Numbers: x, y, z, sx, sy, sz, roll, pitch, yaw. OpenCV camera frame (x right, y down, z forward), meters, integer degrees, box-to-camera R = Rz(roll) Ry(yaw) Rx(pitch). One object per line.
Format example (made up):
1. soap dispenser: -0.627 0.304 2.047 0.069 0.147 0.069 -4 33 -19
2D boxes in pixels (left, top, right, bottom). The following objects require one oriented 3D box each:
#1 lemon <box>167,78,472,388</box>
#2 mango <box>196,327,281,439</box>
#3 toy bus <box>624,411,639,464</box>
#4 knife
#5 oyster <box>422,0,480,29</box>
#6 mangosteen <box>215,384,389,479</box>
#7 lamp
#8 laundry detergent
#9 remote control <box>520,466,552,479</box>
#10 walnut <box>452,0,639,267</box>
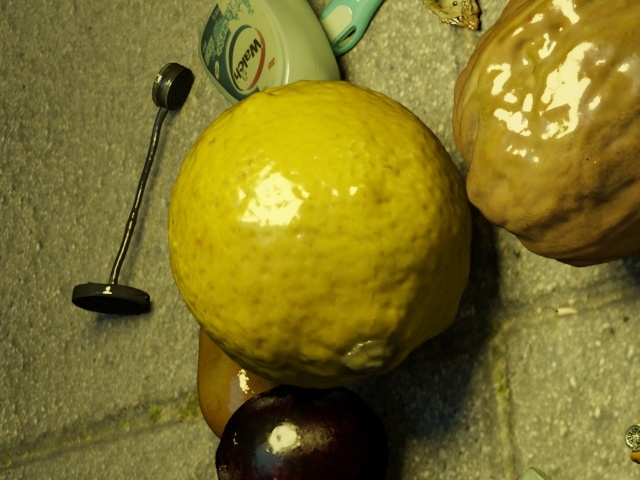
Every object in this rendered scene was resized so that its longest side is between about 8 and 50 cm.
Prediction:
1. lemon: 0.000 0.000 1.868 0.350 0.350 0.387 -41 44 29
2. mango: -0.106 0.165 2.111 0.136 0.099 0.227 -48 42 33
3. toy bus: 0.370 0.157 1.664 0.074 0.070 0.162 14 88 43
4. knife: 0.069 -0.322 2.110 0.222 0.031 0.064 -44 78 26
5. oyster: 0.155 -0.306 2.024 0.086 0.029 0.132 -28 64 43
6. mangosteen: -0.015 0.288 1.923 0.211 0.211 0.250 -11 92 42
7. lamp: -0.231 -0.060 2.316 0.109 0.130 0.371 22 81 23
8. laundry detergent: -0.057 -0.201 2.144 0.280 0.105 0.215 63 142 26
9. remote control: 0.219 0.311 1.806 0.053 0.018 0.124 40 107 44
10. walnut: 0.298 -0.148 1.668 0.344 0.306 0.306 -42 53 20
